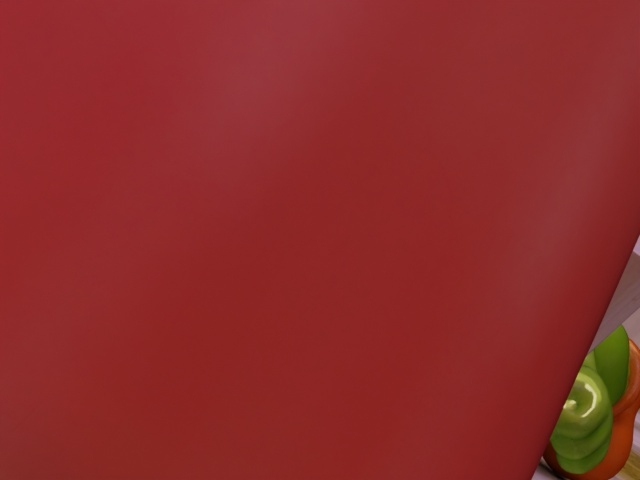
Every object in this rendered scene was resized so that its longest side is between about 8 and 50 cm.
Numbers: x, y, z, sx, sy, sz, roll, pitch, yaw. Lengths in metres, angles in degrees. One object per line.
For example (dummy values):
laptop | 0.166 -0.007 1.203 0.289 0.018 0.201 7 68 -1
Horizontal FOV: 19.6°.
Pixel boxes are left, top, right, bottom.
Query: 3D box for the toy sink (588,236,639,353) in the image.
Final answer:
toy sink | 0.025 -0.033 0.830 0.131 0.153 0.234 30 27 -32

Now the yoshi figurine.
yoshi figurine | 0.096 0.057 1.107 0.362 0.203 0.203 58 18 -65

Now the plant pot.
plant pot | -0.012 -0.048 0.546 0.275 0.243 0.275 33 4 -2
